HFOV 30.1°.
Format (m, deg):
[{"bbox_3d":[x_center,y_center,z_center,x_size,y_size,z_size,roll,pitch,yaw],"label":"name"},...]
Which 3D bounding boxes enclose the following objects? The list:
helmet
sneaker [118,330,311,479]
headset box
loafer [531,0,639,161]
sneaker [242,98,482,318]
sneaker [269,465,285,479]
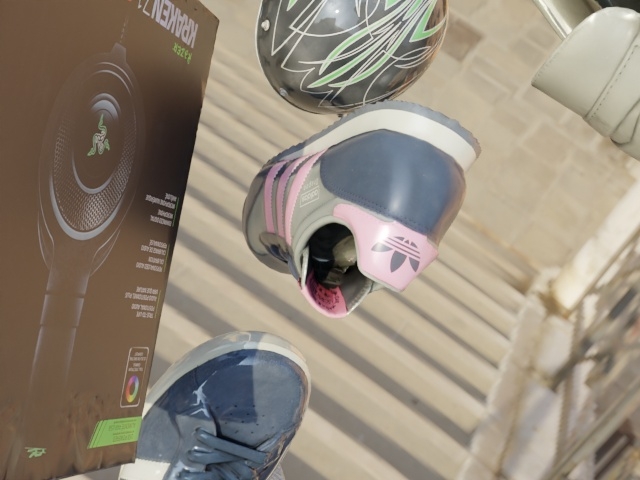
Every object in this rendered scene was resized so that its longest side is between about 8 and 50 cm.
[{"bbox_3d":[0.027,-0.191,1.023,0.169,0.169,0.161,21,30,-15],"label":"helmet"},{"bbox_3d":[-0.109,0.232,0.914,0.131,0.350,0.148,23,22,-24],"label":"sneaker"},{"bbox_3d":[-0.172,-0.012,0.578,0.131,0.283,0.246,10,-4,15],"label":"headset box"},{"bbox_3d":[0.151,-0.084,0.545,0.111,0.112,0.319,-24,75,-9],"label":"loafer"},{"bbox_3d":[0.000,0.000,0.902,0.112,0.319,0.131,26,69,-13],"label":"sneaker"},{"bbox_3d":[-0.082,0.191,1.031,0.134,0.070,0.051,63,21,12],"label":"sneaker"}]
